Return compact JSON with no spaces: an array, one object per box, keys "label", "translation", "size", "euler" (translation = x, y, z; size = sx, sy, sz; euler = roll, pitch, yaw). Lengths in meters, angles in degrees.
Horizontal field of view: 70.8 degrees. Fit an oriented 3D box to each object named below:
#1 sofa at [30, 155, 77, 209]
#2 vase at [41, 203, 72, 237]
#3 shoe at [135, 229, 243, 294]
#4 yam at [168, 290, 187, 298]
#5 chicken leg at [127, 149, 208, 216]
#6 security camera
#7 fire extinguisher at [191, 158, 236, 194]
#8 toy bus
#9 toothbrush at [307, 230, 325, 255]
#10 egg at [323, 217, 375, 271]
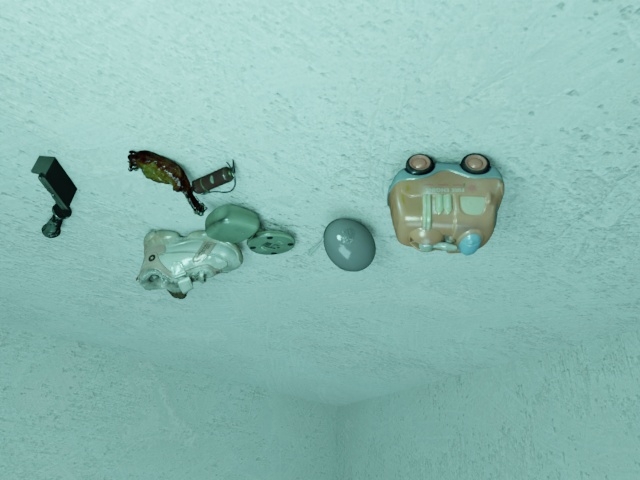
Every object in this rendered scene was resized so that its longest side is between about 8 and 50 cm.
[{"label":"sofa","translation":[-0.767,-0.163,1.285],"size":[0.060,0.085,0.147],"euler":[2,148,0]},{"label":"vase","translation":[-0.869,-0.064,1.481],"size":[0.059,0.059,0.167],"euler":[27,142,-29]},{"label":"shoe","translation":[-0.439,0.089,1.518],"size":[0.350,0.198,0.172],"euler":[2,149,8]},{"label":"yam","translation":[-0.581,0.172,1.783],"size":[0.079,0.079,0.141],"euler":[0,146,9]},{"label":"chicken leg","translation":[-0.407,-0.161,1.221],"size":[0.253,0.051,0.106],"euler":[39,131,-17]},{"label":"security camera","translation":[-0.213,-0.029,1.416],"size":[0.301,0.080,0.157],"euler":[21,144,-39]},{"label":"fire extinguisher","translation":[-0.283,-0.162,1.235],"size":[0.157,0.045,0.078],"euler":[-16,103,30]},{"label":"toy bus","translation":[0.308,-0.074,1.115],"size":[0.287,0.232,0.194],"euler":[3,145,7]},{"label":"toothbrush","translation":[0.000,0.000,1.475],"size":[0.022,0.017,0.204],"euler":[34,142,-7]},{"label":"egg","translation":[0.087,0.013,1.359],"size":[0.146,0.146,0.199],"euler":[-16,134,31]}]
